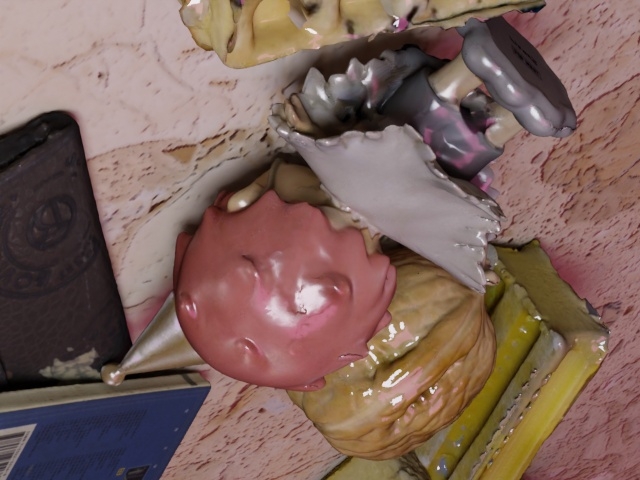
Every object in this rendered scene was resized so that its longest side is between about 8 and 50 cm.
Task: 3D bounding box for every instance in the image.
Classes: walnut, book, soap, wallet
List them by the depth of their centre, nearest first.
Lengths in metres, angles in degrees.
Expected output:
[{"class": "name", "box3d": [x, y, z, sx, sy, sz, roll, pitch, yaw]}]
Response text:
[{"class": "wallet", "box3d": [-0.212, 0.067, 0.843, 0.170, 0.044, 0.321, -33, 145, -24]}, {"class": "book", "box3d": [-0.207, 0.188, 0.916, 0.191, 0.025, 0.269, -59, 154, 15]}, {"class": "walnut", "box3d": [0.060, 0.091, 0.990, 0.184, 0.155, 0.155, -41, 141, 8]}, {"class": "soap", "box3d": [0.159, 0.124, 1.100, 0.076, 0.135, 0.233, -3, 133, -31]}]

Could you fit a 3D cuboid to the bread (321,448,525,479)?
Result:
[{"class": "bread", "box3d": [0.081, 0.372, 1.310, 0.324, 0.143, 0.333, -48, 138, 18]}]

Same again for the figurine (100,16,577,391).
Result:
[{"class": "figurine", "box3d": [0.000, 0.000, 0.847, 0.207, 0.166, 0.387, 34, 118, -29]}]

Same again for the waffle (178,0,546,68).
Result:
[{"class": "waffle", "box3d": [0.037, -0.275, 0.609, 0.260, 0.114, 0.376, -17, 139, -19]}]
